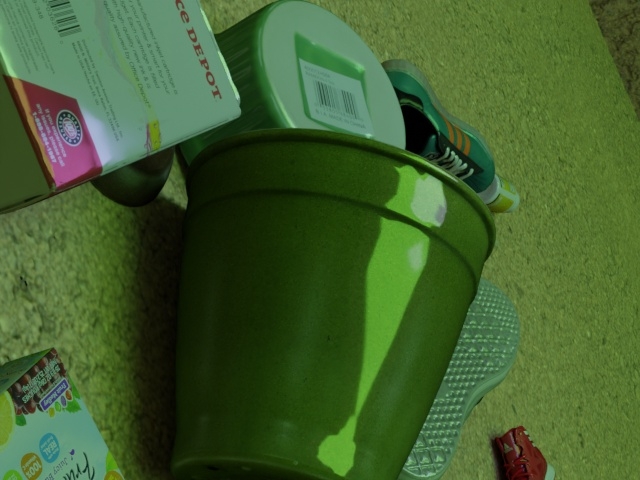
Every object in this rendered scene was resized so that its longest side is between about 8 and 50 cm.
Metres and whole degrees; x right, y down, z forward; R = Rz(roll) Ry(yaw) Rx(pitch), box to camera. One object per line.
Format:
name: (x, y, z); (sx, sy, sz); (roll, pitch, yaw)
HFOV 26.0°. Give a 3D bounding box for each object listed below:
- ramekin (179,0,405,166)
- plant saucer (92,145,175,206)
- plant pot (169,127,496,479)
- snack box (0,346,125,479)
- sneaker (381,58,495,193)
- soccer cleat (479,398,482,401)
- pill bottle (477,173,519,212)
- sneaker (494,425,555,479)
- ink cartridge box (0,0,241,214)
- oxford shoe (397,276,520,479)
ramekin: (-0.030, -0.157, 1.765); (0.303, 0.148, 0.303); (29, 47, -36)
plant saucer: (-0.223, -0.138, 1.589); (0.198, 0.036, 0.198); (40, 40, -46)
plant pot: (-0.011, 0.122, 1.541); (0.366, 0.366, 0.353); (41, 52, -45)
snack box: (-0.274, 0.222, 1.246); (0.174, 0.070, 0.207); (65, 29, -13)
sneaker: (0.181, -0.157, 2.283); (0.302, 0.108, 0.121); (43, 40, -31)
soccer cleat: (0.210, 0.107, 2.178); (0.116, 0.109, 0.318); (15, 59, -63)
pill bottle: (0.318, -0.085, 2.527); (0.116, 0.065, 0.065); (22, 56, -56)
sneaker: (0.316, 0.385, 2.254); (0.128, 0.087, 0.221); (57, 18, -11)
ink cartridge box: (-0.248, -0.176, 1.416); (0.306, 0.131, 0.226); (-29, 100, -54)
oxford shoe: (0.157, 0.201, 1.960); (0.169, 0.130, 0.449); (37, 43, -1)
